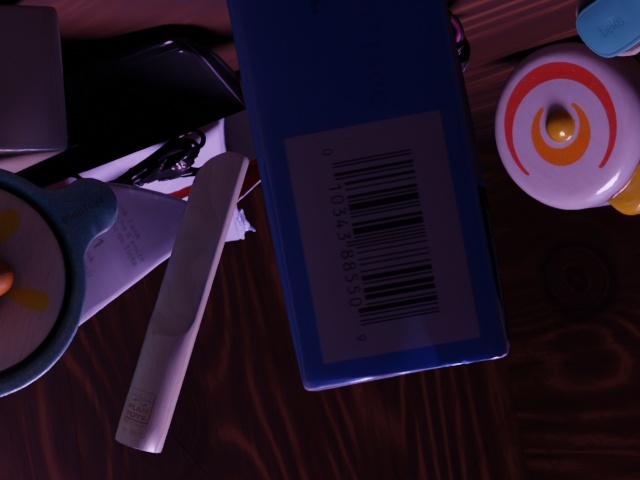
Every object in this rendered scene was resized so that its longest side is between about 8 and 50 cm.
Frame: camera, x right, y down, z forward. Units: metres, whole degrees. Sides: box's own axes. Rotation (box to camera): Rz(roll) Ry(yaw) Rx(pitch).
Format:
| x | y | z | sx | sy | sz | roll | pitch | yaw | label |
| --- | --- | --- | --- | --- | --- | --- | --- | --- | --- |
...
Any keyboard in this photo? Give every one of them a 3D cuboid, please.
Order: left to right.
| x | y | z | sx | sy | sz | roll | pitch | yaw | label |
| --- | --- | --- | --- | --- | --- | --- | --- | --- | --- |
| -0.209 | -0.070 | 1.196 | 0.317 | 0.033 | 0.201 | -19 | 155 | 12 | keyboard |

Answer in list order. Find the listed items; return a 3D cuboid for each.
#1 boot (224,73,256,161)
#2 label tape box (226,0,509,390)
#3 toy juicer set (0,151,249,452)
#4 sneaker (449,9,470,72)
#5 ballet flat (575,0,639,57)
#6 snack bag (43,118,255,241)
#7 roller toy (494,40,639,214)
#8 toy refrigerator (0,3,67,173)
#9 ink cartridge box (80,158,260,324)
| x | y | z | sx | sy | sz | roll | pitch | yaw | label |
| --- | --- | --- | --- | --- | --- | --- | --- | --- | --- |
| -0.054 | -0.129 | 1.505 | 0.115 | 0.112 | 0.305 | -45 | -168 | -28 | boot |
| 0.039 | -0.057 | 0.904 | 0.115 | 0.249 | 0.348 | -11 | 179 | 9 | label tape box |
| -0.196 | 0.060 | 0.861 | 0.329 | 0.209 | 0.089 | -4 | -178 | -7 | toy juicer set |
| 0.093 | -0.160 | 1.265 | 0.077 | 0.072 | 0.178 | -24 | 179 | 29 | sneaker |
| 0.275 | -0.199 | 1.123 | 0.086 | 0.086 | 0.248 | -11 | -179 | -21 | ballet flat |
| -0.238 | -0.031 | 1.378 | 0.343 | 0.037 | 0.323 | -13 | 161 | -3 | snack bag |
| 0.305 | -0.131 | 1.741 | 0.191 | 0.209 | 0.146 | -4 | -177 | 39 | roller toy |
| -0.256 | -0.081 | 0.951 | 0.102 | 0.094 | 0.269 | -3 | 175 | -30 | toy refrigerator |
| -0.230 | 0.008 | 1.144 | 0.308 | 0.091 | 0.385 | -18 | -164 | 38 | ink cartridge box |
